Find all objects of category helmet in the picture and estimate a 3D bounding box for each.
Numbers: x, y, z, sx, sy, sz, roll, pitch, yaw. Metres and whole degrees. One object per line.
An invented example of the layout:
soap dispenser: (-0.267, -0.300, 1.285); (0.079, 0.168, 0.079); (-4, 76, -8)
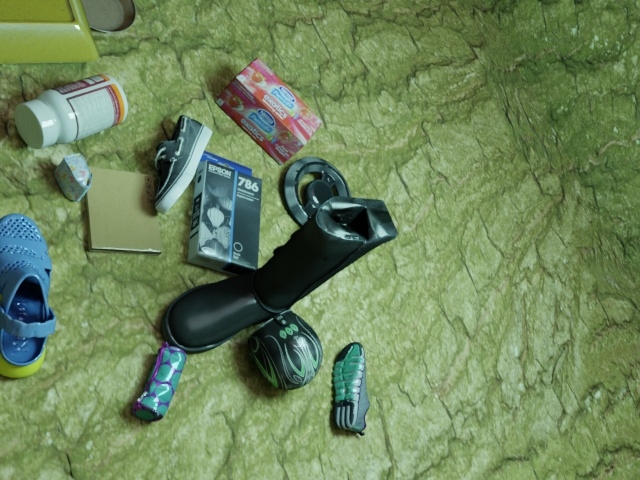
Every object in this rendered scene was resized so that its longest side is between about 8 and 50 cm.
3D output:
helmet: (-0.073, 0.258, 1.586); (0.169, 0.169, 0.161); (-22, 73, -44)

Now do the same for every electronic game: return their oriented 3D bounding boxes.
electronic game: (-0.006, -0.124, 1.929); (0.229, 0.048, 0.229); (13, 67, -33)

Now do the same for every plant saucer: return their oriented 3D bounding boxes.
plant saucer: (-0.695, -0.562, 1.564); (0.333, 0.081, 0.332); (-12, 74, -35)
plant saucer: (-0.564, -0.597, 1.747); (0.199, 0.036, 0.198); (19, 56, -31)

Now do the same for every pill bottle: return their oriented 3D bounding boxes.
pill bottle: (-0.546, -0.283, 1.528); (0.221, 0.121, 0.121); (-35, 90, -44)

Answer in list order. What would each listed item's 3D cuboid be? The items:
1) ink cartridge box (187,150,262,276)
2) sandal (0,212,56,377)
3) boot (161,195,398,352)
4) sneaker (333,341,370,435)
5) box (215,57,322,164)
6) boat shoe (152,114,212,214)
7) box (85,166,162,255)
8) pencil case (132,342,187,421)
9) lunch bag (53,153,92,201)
ink cartridge box: (-0.231, -0.081, 1.715); (0.165, 0.065, 0.332); (17, 56, -31)
sandal: (-0.555, 0.088, 1.306); (0.126, 0.138, 0.317); (0, 65, -37)
boot: (-0.094, 0.073, 1.469); (0.367, 0.445, 0.146); (-21, 81, -44)
sneaker: (0.085, 0.368, 1.727); (0.098, 0.083, 0.223); (41, 48, -42)
box: (-0.139, -0.352, 1.895); (0.257, 0.123, 0.128); (44, 46, -11)
boat shoe: (-0.349, -0.190, 1.648); (0.102, 0.108, 0.301); (33, 47, -21)
box: (-0.445, -0.066, 1.559); (0.164, 0.021, 0.201); (5, 64, -37)
pencil case: (-0.329, 0.292, 1.424); (0.070, 0.065, 0.151); (54, 39, -38)
lunch bag: (-0.527, -0.133, 1.495); (0.053, 0.071, 0.083); (-19, 77, -47)
